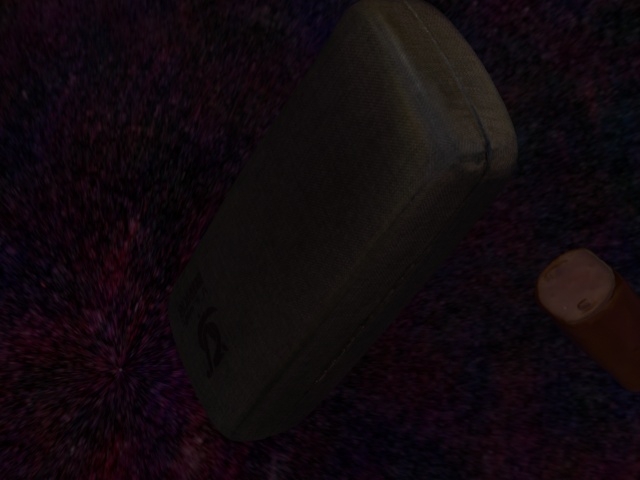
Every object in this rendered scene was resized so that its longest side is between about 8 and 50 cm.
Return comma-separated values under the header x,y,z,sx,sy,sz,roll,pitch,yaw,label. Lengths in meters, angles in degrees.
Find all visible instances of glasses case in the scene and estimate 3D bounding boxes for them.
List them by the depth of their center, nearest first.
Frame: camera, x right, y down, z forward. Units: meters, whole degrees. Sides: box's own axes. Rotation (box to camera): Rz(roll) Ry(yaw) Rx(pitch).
x,y,z,sx,sy,sz,roll,pitch,yaw,label
0.000,0.000,0.803,0.074,0.323,0.131,-5,57,-35,glasses case

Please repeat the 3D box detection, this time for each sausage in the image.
x,y,z,sx,sy,sz,roll,pitch,yaw,label
0.145,0.043,0.639,0.039,0.131,0.041,-51,53,2,sausage
